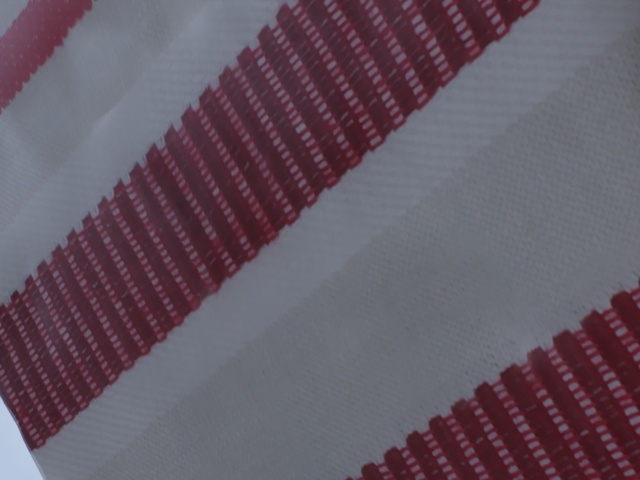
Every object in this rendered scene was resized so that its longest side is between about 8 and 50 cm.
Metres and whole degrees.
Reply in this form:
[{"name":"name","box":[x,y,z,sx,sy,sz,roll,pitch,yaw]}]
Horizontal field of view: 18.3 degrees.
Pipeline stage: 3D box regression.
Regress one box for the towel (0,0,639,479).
[{"name":"towel","box":[0.000,0.000,0.417,0.037,0.329,0.237,-17,-16,-40]}]
